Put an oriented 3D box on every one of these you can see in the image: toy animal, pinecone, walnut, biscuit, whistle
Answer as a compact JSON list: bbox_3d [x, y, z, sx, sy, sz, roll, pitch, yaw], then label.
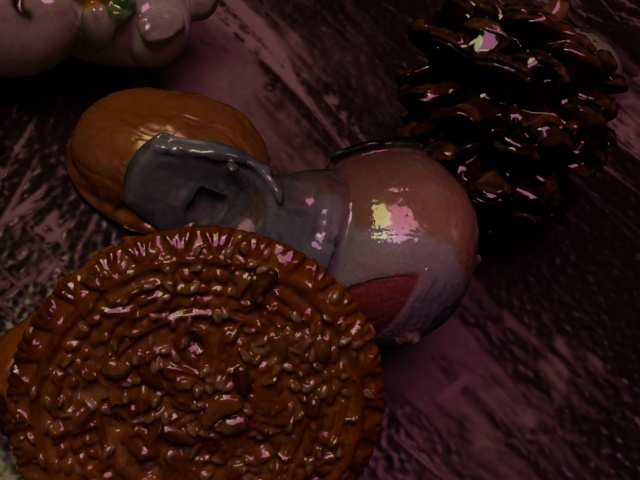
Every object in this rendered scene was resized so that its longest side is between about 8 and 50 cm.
[{"bbox_3d":[-0.271,-0.222,1.046,0.325,0.154,0.208,-36,89,-15],"label":"toy animal"},{"bbox_3d":[0.183,-0.119,1.033,0.244,0.243,0.257,10,69,-4],"label":"pinecone"},{"bbox_3d":[-0.152,-0.091,1.043,0.211,0.087,0.167,12,62,-3],"label":"walnut"},{"bbox_3d":[-0.096,0.132,0.838,0.305,0.038,0.305,-2,105,-9],"label":"biscuit"},{"bbox_3d":[0.000,0.000,0.898,0.348,0.189,0.189,13,56,-28],"label":"whistle"}]

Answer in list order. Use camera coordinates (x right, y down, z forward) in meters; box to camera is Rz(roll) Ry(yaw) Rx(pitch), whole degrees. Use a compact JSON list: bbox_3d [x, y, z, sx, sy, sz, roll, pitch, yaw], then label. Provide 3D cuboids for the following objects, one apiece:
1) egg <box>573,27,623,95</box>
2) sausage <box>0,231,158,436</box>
[{"bbox_3d":[0.287,-0.194,1.183,0.110,0.085,0.085,12,58,-20],"label":"egg"},{"bbox_3d":[-0.158,0.054,0.942,0.112,0.112,0.328,43,61,15],"label":"sausage"}]
